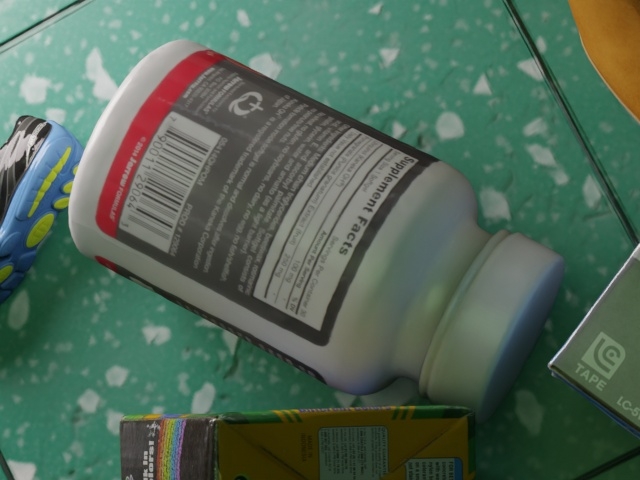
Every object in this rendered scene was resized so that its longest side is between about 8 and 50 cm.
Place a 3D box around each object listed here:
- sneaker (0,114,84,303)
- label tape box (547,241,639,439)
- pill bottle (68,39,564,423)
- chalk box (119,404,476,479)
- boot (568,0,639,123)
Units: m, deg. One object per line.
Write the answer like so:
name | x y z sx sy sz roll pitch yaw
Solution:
sneaker | -0.253 -0.014 1.488 0.078 0.067 0.188 40 96 35
label tape box | 0.295 -0.017 1.261 0.106 0.240 0.333 36 93 15
pill bottle | 0.000 0.000 1.362 0.319 0.176 0.176 27 90 14
chalk box | -0.031 0.203 1.322 0.179 0.289 0.180 1 85 -20
boot | 0.201 -0.201 1.319 0.104 0.211 0.295 -26 79 10
